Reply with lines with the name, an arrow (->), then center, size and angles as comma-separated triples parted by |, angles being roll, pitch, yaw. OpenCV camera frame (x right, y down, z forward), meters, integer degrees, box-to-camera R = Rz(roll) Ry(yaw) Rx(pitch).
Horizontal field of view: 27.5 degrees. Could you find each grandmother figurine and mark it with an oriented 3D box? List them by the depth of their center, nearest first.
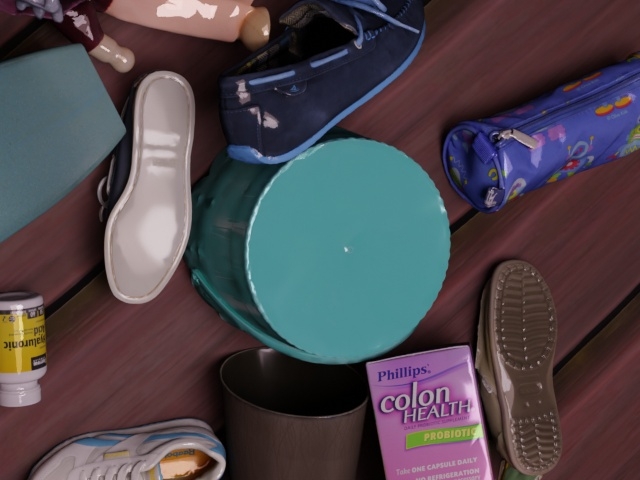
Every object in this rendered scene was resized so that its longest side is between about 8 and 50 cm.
grandmother figurine -> -0.222, -0.287, 1.379 | 0.342, 0.104, 0.207 | 3, 78, -25

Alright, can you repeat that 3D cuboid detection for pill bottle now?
pill bottle -> -0.328, 0.117, 1.408 | 0.065, 0.065, 0.116 | -5, 100, -22

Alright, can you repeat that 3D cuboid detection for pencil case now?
pencil case -> 0.299, -0.135, 1.604 | 0.306, 0.133, 0.119 | -22, 72, -20

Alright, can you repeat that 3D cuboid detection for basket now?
basket -> -0.032, 0.262, 1.497 | 0.154, 0.204, 0.226 | -10, 110, -30

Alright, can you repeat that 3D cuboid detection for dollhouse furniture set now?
dollhouse furniture set -> 0.227, 0.353, 1.670 | 0.059, 0.076, 0.151 | 8, 95, -24

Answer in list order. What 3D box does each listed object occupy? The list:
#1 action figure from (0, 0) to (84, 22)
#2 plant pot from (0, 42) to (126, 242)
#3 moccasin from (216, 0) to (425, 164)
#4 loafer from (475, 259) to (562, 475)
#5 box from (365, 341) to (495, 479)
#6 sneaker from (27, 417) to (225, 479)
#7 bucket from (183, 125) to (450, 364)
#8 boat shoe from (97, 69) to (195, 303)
action figure -> -0.258, -0.393, 1.211 | 0.248, 0.276, 0.370 | 24, 74, -6
plant pot -> -0.331, -0.099, 1.328 | 0.234, 0.165, 0.165 | -33, 108, -24
moccasin -> 0.013, -0.210, 1.410 | 0.342, 0.138, 0.116 | -51, 133, -43
loafer -> 0.238, 0.159, 1.643 | 0.102, 0.092, 0.268 | 2, 80, -25
box -> 0.137, 0.245, 1.498 | 0.117, 0.213, 0.243 | -11, 85, 6
sneaker -> -0.218, 0.258, 1.458 | 0.229, 0.092, 0.087 | -16, 104, -16
bucket -> 0.000, 0.000, 1.466 | 0.281, 0.183, 0.281 | -3, 99, -21
boat shoe -> -0.194, -0.060, 1.433 | 0.095, 0.079, 0.254 | 2, 94, -21
